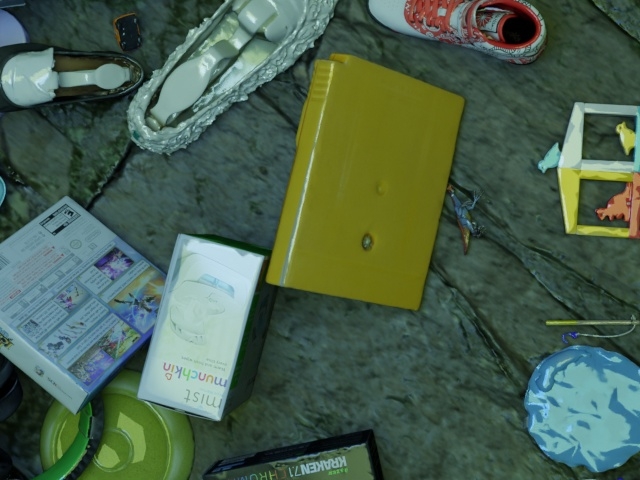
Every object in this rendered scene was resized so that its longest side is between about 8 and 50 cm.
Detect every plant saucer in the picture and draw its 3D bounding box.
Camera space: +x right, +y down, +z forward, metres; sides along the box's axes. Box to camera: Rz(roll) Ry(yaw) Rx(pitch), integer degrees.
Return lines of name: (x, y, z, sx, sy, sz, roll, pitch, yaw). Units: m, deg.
plant saucer: (-0.310, 0.312, 1.931, 0.241, 0.037, 0.241, 0, 90, 5)

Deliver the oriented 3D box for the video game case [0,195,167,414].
video game case: (-0.354, 0.085, 1.830, 0.244, 0.269, 0.061, 38, 129, 5)

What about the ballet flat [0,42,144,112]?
ballet flat: (-0.374, -0.237, 1.831, 0.280, 0.096, 0.095, -12, 102, -37)

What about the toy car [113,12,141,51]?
toy car: (-0.264, -0.338, 1.936, 0.122, 0.060, 0.040, -39, 42, -12)

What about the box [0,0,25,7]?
box: (-0.490, -0.423, 1.822, 0.093, 0.156, 0.158, -14, 121, -25)

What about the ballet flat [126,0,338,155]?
ballet flat: (-0.121, -0.276, 1.866, 0.147, 0.147, 0.409, 44, 93, 4)

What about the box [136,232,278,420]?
box: (-0.149, 0.113, 1.803, 0.127, 0.262, 0.231, 14, 90, 5)

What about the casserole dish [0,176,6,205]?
casserole dish: (-0.551, -0.048, 1.954, 0.114, 0.037, 0.188, 36, 94, 4)

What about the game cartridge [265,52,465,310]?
game cartridge: (0.067, -0.076, 1.792, 0.052, 0.285, 0.324, 11, 88, 45)

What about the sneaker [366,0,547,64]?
sneaker: (0.193, -0.323, 1.827, 0.270, 0.145, 0.090, 19, 92, 5)

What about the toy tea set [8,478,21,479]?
toy tea set: (-0.351, 0.482, 1.917, 0.200, 0.124, 0.336, -36, 90, 34)

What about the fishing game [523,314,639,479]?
fishing game: (0.386, 0.244, 1.863, 0.189, 0.041, 0.264, -5, 81, 5)

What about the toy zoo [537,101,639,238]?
toy zoo: (0.461, -0.098, 1.859, 0.293, 0.030, 0.192, 3, 90, 6)

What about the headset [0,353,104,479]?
headset: (-0.506, 0.253, 1.809, 0.394, 0.185, 0.243, 1, 106, -33)

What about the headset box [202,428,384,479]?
headset box: (-0.016, 0.440, 1.855, 0.246, 0.131, 0.283, -12, 90, 6)

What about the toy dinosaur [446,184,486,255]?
toy dinosaur: (0.204, -0.039, 1.881, 0.082, 0.047, 0.090, 43, 105, 22)

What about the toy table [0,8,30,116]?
toy table: (-0.568, -0.241, 1.895, 0.252, 0.161, 0.274, 38, 94, 5)
